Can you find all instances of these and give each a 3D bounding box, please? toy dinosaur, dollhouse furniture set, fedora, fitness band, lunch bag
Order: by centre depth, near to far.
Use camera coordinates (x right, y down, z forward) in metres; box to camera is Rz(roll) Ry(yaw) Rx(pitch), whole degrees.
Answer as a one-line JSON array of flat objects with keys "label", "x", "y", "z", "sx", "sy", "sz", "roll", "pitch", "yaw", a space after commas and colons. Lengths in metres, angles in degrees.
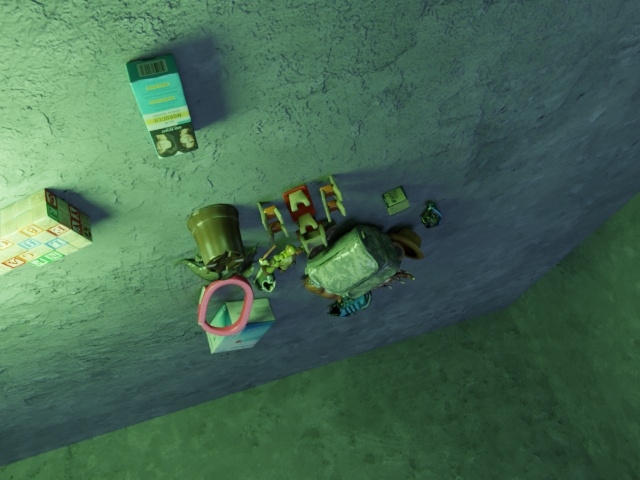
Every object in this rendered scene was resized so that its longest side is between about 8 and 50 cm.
[{"label": "dollhouse furniture set", "x": -0.057, "y": -0.087, "z": 1.683, "sx": 0.262, "sy": 0.135, "sz": 0.259, "roll": -21, "pitch": 142, "yaw": -2}, {"label": "toy dinosaur", "x": -0.354, "y": 0.098, "z": 1.773, "sx": 0.314, "sy": 0.121, "sz": 0.160, "roll": -18, "pitch": 147, "yaw": -15}, {"label": "lunch bag", "x": 0.121, "y": 0.081, "z": 2.010, "sx": 0.305, "sy": 0.212, "sz": 0.256, "roll": -36, "pitch": 141, "yaw": 28}, {"label": "fitness band", "x": -0.381, "y": 0.265, "z": 2.025, "sx": 0.209, "sy": 0.054, "sz": 0.290, "roll": 6, "pitch": 118, "yaw": -23}, {"label": "fedora", "x": 0.372, "y": 0.006, "z": 2.155, "sx": 0.079, "sy": 0.194, "sz": 0.194, "roll": -59, "pitch": 159, "yaw": -16}]

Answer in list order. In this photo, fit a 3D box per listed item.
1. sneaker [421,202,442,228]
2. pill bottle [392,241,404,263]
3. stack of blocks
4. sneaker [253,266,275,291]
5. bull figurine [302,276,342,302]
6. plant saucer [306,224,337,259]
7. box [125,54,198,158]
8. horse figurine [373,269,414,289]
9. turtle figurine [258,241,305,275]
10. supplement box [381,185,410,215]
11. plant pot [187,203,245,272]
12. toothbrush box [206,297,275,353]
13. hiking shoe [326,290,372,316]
[{"label": "sneaker", "x": 0.457, "y": -0.095, "z": 2.077, "sx": 0.078, "sy": 0.067, "sz": 0.188, "roll": -29, "pitch": 156, "yaw": 1}, {"label": "pill bottle", "x": 0.264, "y": 0.095, "z": 2.181, "sx": 0.131, "sy": 0.130, "sz": 0.245, "roll": -5, "pitch": 157, "yaw": -30}, {"label": "stack of blocks", "x": -0.777, "y": -0.001, "z": 1.302, "sx": 0.297, "sy": 0.087, "sz": 0.171, "roll": -24, "pitch": 154, "yaw": 4}, {"label": "sneaker", "x": -0.226, "y": 0.178, "z": 2.053, "sx": 0.064, "sy": 0.086, "sz": 0.192, "roll": -9, "pitch": 151, "yaw": -24}, {"label": "bull figurine", "x": 0.063, "y": 0.211, "z": 2.287, "sx": 0.188, "sy": 0.101, "sz": 0.310, "roll": -21, "pitch": 155, "yaw": 36}, {"label": "plant saucer", "x": 0.000, "y": 0.000, "z": 1.888, "sx": 0.168, "sy": 0.029, "sz": 0.168, "roll": -47, "pitch": 168, "yaw": -14}, {"label": "box", "x": -0.345, "y": -0.289, "z": 1.118, "sx": 0.101, "sy": 0.060, "sz": 0.244, "roll": -16, "pitch": 153, "yaw": -11}, {"label": "horse figurine", "x": 0.266, "y": 0.170, "z": 2.114, "sx": 0.175, "sy": 0.066, "sz": 0.263, "roll": 8, "pitch": 155, "yaw": -38}, {"label": "turtle figurine", "x": -0.126, "y": 0.062, "z": 1.892, "sx": 0.270, "sy": 0.087, "sz": 0.217, "roll": -28, "pitch": 171, "yaw": -34}, {"label": "supplement box", "x": 0.280, "y": -0.144, "z": 1.862, "sx": 0.083, "sy": 0.056, "sz": 0.083, "roll": -25, "pitch": 154, "yaw": 6}, {"label": "plant pot", "x": -0.315, "y": 0.000, "z": 1.566, "sx": 0.167, "sy": 0.165, "sz": 0.167, "roll": -17, "pitch": 152, "yaw": -9}, {"label": "toothbrush box", "x": -0.370, "y": 0.391, "z": 2.303, "sx": 0.216, "sy": 0.126, "sz": 0.295, "roll": -1, "pitch": 148, "yaw": -35}, {"label": "hiking shoe", "x": 0.154, "y": 0.322, "z": 2.579, "sx": 0.132, "sy": 0.113, "sz": 0.304, "roll": -5, "pitch": 149, "yaw": -32}]
